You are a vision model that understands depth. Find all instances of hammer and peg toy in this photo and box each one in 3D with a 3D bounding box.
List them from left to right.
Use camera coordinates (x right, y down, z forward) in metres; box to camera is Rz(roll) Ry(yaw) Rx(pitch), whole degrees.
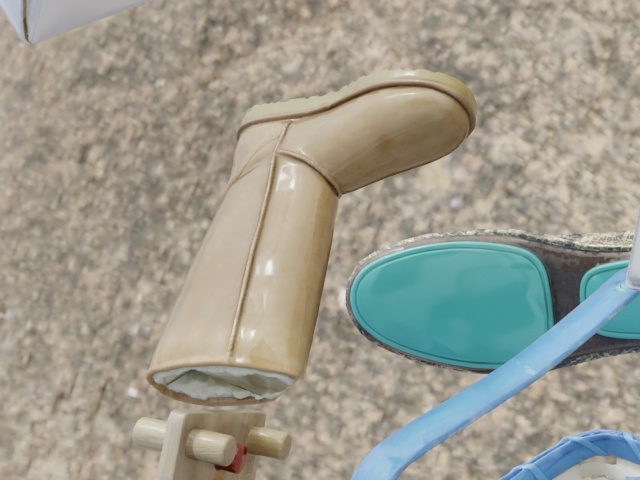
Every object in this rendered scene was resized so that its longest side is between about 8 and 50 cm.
[{"bbox_3d":[-0.130,0.282,1.475,0.127,0.266,0.361,9,85,20],"label":"hammer and peg toy"}]

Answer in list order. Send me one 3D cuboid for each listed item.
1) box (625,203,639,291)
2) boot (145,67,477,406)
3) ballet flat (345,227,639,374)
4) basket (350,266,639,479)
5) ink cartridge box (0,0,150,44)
[{"bbox_3d":[0.302,-0.021,0.627,0.127,0.232,0.149,-174,95,-71],"label":"box"},{"bbox_3d":[0.000,0.000,0.954,0.236,0.089,0.270,-11,47,32],"label":"boot"},{"bbox_3d":[0.278,0.059,1.319,0.482,0.182,0.164,-4,95,19],"label":"ballet flat"},{"bbox_3d":[0.143,0.189,0.689,0.201,0.254,0.289,21,131,51],"label":"basket"},{"bbox_3d":[-0.107,-0.253,0.530,0.283,0.207,0.117,57,151,11],"label":"ink cartridge box"}]
